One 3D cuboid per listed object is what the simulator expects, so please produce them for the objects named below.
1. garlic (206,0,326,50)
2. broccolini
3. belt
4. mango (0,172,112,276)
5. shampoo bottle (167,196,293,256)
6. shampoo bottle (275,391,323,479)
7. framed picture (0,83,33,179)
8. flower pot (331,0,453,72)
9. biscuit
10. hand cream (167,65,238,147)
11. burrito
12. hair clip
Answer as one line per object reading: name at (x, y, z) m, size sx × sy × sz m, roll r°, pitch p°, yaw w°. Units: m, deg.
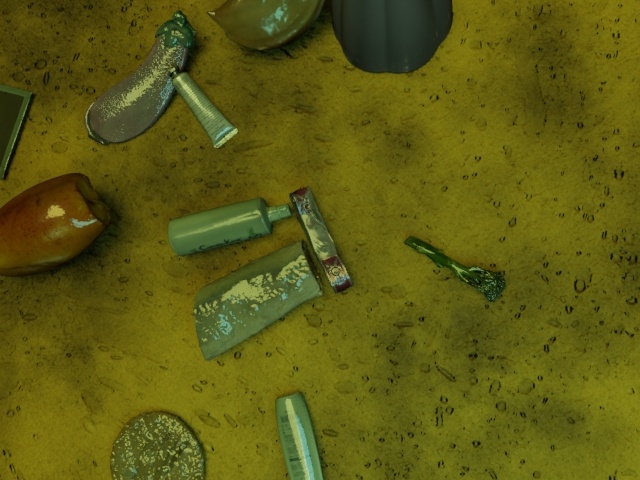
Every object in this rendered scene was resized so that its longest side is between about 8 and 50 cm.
garlic at (-0.066, -0.521, 1.123) m, size 0.339 × 0.196 × 0.151 m, roll -30°, pitch 73°, yaw 37°
broccolini at (0.272, 0.042, 1.099) m, size 0.216 × 0.067 × 0.058 m, roll 34°, pitch 87°, yaw 21°
belt at (0.000, 0.000, 1.143) m, size 0.053 × 0.071 × 0.231 m, roll -25°, pitch 82°, yaw -1°
mango at (-0.617, -0.023, 1.205) m, size 0.350 × 0.199 × 0.201 m, roll -24°, pitch 50°, yaw 19°
shampoo bottle at (-0.191, -0.035, 1.170) m, size 0.263 × 0.085 × 0.085 m, roll -14°, pitch 81°, yaw 8°
shampoo bottle at (-0.042, 0.419, 1.104) m, size 0.072 × 0.049 × 0.212 m, roll -14°, pitch 80°, yaw 4°
framed picture at (-0.871, -0.293, 1.359) m, size 0.294 × 0.018 × 0.230 m, roll 16°, pitch 86°, yaw 12°
flower pot at (0.133, -0.508, 1.095) m, size 0.265 × 0.243 × 0.264 m, roll -2°, pitch 80°, yaw 12°
biscuit at (-0.348, 0.474, 1.161) m, size 0.220 × 0.033 × 0.219 m, roll -1°, pitch 84°, yaw 10°
hand cream at (-0.270, -0.304, 1.228) m, size 0.067 × 0.042 × 0.194 m, roll -37°, pitch 99°, yaw -1°
burrito at (-0.140, 0.117, 1.134) m, size 0.299 × 0.105 × 0.143 m, roll -30°, pitch 83°, yaw 4°
hair clip at (-0.402, -0.357, 1.257) m, size 0.358 × 0.110 × 0.095 m, roll -50°, pitch 44°, yaw 4°
